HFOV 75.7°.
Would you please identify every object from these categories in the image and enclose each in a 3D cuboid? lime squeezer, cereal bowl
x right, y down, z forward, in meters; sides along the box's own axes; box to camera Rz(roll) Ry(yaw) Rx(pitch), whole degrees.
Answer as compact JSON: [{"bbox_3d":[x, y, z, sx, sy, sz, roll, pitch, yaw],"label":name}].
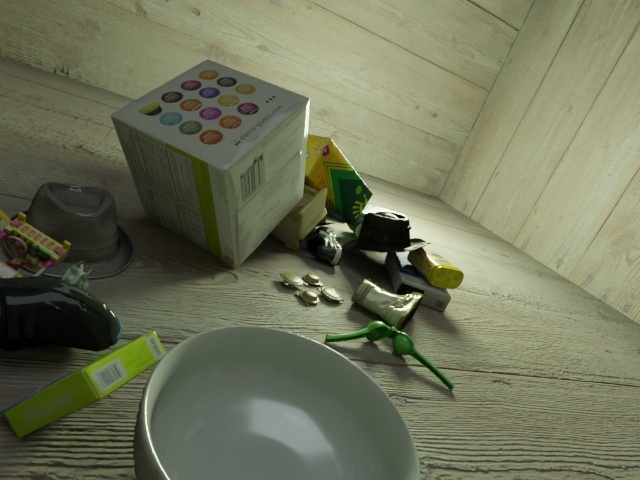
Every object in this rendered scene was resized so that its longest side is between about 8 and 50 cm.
[{"bbox_3d":[0.166,0.243,0.956,0.310,0.059,0.110,22,18,-2],"label":"lime squeezer"},{"bbox_3d":[-0.059,0.263,0.514,0.339,0.141,0.339,19,18,-7],"label":"cereal bowl"}]

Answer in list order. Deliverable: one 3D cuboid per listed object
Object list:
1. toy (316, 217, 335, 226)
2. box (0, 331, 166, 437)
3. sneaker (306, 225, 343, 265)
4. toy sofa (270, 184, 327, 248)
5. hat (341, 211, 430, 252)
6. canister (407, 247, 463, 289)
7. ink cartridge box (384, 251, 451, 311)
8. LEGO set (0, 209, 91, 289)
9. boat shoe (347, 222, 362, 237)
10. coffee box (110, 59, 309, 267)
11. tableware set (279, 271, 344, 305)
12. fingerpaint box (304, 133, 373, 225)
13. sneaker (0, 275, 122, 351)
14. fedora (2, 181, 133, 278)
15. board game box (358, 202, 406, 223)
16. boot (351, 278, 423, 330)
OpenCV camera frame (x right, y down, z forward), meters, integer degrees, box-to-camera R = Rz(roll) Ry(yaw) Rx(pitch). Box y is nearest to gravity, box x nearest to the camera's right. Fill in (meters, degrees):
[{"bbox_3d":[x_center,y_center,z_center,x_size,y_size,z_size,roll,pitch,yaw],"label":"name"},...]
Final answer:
[{"bbox_3d":[-0.054,-0.082,1.553,0.137,0.056,0.237,7,6,30],"label":"toy"},{"bbox_3d":[-0.292,0.177,0.506,0.042,0.178,0.109,62,23,-1],"label":"box"},{"bbox_3d":[0.000,0.000,1.403,0.106,0.078,0.234,18,21,-20],"label":"sneaker"},{"bbox_3d":[-0.165,-0.141,1.375,0.362,0.177,0.150,28,52,19],"label":"toy sofa"},{"bbox_3d":[0.218,-0.036,1.459,0.331,0.134,0.331,-5,7,1],"label":"hat"},{"bbox_3d":[0.386,0.089,1.407,0.126,0.073,0.170,12,19,-23],"label":"canister"},{"bbox_3d":[0.332,0.116,1.478,0.175,0.069,0.371,20,21,-5],"label":"ink cartridge box"},{"bbox_3d":[-0.543,0.024,0.684,0.287,0.132,0.107,20,42,2],"label":"LEGO set"},{"bbox_3d":[0.255,-0.063,1.814,0.324,0.117,0.097,-2,33,-40],"label":"boat shoe"},{"bbox_3d":[-0.262,-0.209,1.090,0.334,0.338,0.337,27,53,16],"label":"coffee box"},{"bbox_3d":[-0.024,0.128,1.117,0.168,0.020,0.141,4,28,-46],"label":"tableware set"},{"bbox_3d":[-0.078,-0.258,1.589,0.445,0.163,0.371,24,-11,37],"label":"fingerpaint box"},{"bbox_3d":[-0.462,0.114,0.569,0.340,0.125,0.140,19,45,-17],"label":"sneaker"},{"bbox_3d":[-0.518,-0.043,0.872,0.243,0.124,0.275,9,22,-32],"label":"fedora"},{"bbox_3d":[0.223,-0.100,1.683,0.210,0.047,0.160,23,26,24],"label":"board game box"},{"bbox_3d":[0.192,0.164,1.171,0.165,0.077,0.213,27,22,21],"label":"boot"}]
